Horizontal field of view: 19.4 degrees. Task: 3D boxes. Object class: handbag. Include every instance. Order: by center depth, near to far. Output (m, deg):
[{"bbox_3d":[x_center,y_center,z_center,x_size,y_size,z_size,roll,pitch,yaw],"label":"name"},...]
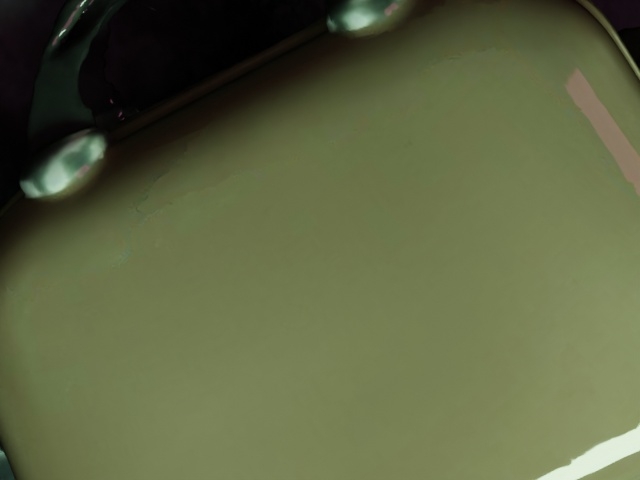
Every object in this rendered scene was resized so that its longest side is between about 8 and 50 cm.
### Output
[{"bbox_3d":[0.000,0.000,0.751,0.301,0.149,0.283,-27,97,10],"label":"handbag"}]

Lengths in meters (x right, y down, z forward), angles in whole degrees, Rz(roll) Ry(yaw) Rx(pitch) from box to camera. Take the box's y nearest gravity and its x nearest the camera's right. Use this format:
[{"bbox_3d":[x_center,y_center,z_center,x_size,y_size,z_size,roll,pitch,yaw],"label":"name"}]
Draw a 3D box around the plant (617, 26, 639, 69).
[{"bbox_3d":[0.186,0.062,0.911,0.181,0.194,0.321,-27,108,-21],"label":"plant"}]
